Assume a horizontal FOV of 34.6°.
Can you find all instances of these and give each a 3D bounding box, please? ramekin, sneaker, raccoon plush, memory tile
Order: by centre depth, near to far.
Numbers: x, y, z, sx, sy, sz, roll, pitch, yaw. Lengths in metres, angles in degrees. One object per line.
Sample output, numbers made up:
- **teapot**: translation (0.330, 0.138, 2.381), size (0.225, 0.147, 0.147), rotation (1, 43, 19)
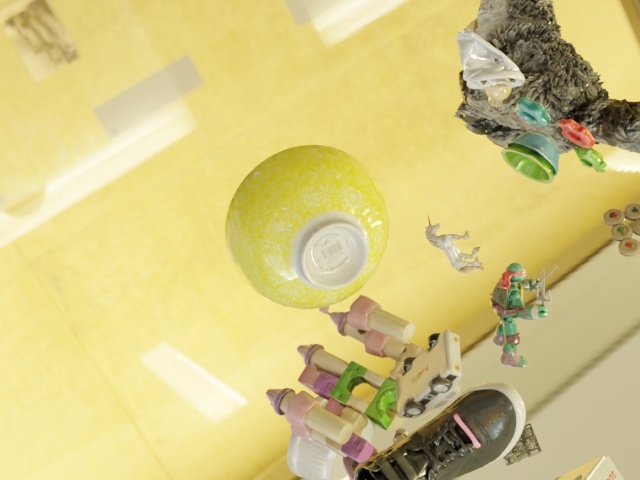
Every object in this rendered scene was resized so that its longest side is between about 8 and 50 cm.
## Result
- **sneaker**: translation (0.160, 0.303, 1.437), size (0.147, 0.104, 0.296), rotation (-21, 162, -45)
- **raccoon plush**: translation (0.432, -0.298, 1.718), size (0.446, 0.216, 0.299), rotation (17, -103, 22)
- **memory tile**: translation (0.561, -0.028, 1.730), size (0.148, 0.012, 0.113), rotation (-15, -134, 4)
- **ramekin**: translation (0.029, 0.453, 2.307), size (0.109, 0.207, 0.207), rotation (22, -134, 30)

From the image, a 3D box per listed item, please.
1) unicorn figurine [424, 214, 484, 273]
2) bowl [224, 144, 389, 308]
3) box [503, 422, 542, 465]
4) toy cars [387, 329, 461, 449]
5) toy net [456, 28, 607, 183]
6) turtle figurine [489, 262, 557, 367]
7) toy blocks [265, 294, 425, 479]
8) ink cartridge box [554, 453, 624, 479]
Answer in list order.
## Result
- **unicorn figurine**: translation (0.301, 0.011, 2.347), size (0.111, 0.162, 0.060), rotation (-20, -174, 46)
- **bowl**: translation (0.000, 0.000, 1.699), size (0.289, 0.289, 0.156), rotation (-31, -152, -7)
- **box**: translation (0.423, 0.435, 2.192), size (0.083, 0.067, 0.018), rotation (-17, 168, -18)
- **toy cars**: translation (0.169, 0.331, 1.758), size (0.176, 0.087, 0.393), rotation (-133, -120, -69)
- **toy net**: translation (0.215, -0.136, 1.105), size (0.122, 0.232, 0.045), rotation (26, -102, 50)
- **turtle figurine**: translation (0.393, 0.124, 2.034), size (0.118, 0.234, 0.175), rotation (12, -151, 10)
- **toy blocks**: translation (0.046, 0.280, 2.007), size (0.260, 0.309, 0.288), rotation (22, -110, 34)
- **ink cartridge box**: translation (0.473, 0.528, 1.677), size (0.121, 0.289, 0.211), rotation (-37, 172, 34)
